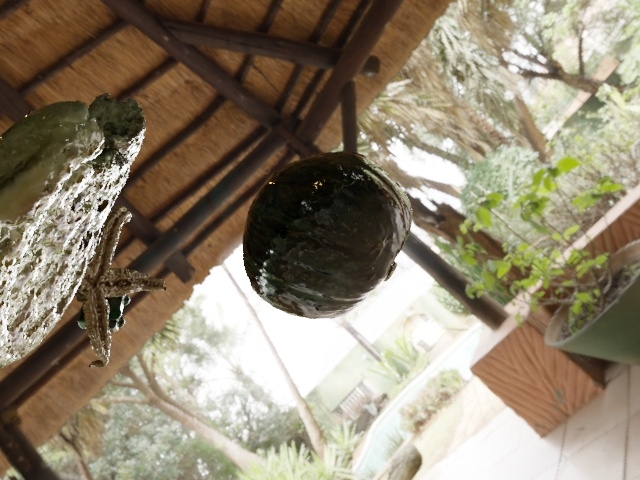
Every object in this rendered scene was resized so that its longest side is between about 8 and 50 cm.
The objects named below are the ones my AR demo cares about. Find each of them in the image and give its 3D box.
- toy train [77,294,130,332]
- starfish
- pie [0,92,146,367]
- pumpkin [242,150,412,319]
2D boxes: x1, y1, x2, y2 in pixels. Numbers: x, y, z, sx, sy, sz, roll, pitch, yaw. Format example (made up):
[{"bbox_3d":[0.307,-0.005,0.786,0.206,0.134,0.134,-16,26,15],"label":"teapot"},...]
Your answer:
[{"bbox_3d":[-0.699,0.212,1.645,0.091,0.136,0.227,112,161,-57],"label":"toy train"},{"bbox_3d":[-0.622,0.130,1.532,0.324,0.083,0.432,-49,-41,-50],"label":"starfish"},{"bbox_3d":[-0.265,-0.007,0.489,0.302,0.067,0.302,-61,8,15],"label":"pie"},{"bbox_3d":[0.000,0.000,0.830,0.293,0.263,0.197,-63,-7,17],"label":"pumpkin"}]
